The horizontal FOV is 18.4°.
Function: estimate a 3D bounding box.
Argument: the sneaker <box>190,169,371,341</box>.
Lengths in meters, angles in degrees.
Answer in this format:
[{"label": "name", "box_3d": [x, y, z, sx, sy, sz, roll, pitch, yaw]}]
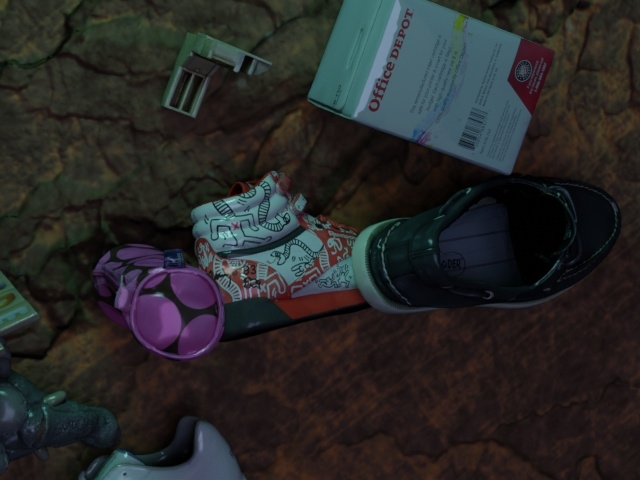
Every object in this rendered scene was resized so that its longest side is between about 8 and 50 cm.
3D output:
[{"label": "sneaker", "box_3d": [0.000, 0.000, 1.869, 0.270, 0.090, 0.145, -12, 84, -34]}]

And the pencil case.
[{"label": "pencil case", "box_3d": [-0.150, 0.049, 1.760, 0.098, 0.209, 0.095, 7, 91, -15]}]

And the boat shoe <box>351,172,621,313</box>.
[{"label": "boat shoe", "box_3d": [0.189, -0.004, 1.879, 0.340, 0.113, 0.127, -5, 81, -39]}]

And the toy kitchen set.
[{"label": "toy kitchen set", "box_3d": [-0.093, -0.143, 1.807, 0.068, 0.083, 0.075, 20, 94, -23]}]

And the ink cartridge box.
[{"label": "ink cartridge box", "box_3d": [0.101, -0.154, 1.855, 0.176, 0.127, 0.128, 19, 95, -24]}]

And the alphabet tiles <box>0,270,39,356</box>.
[{"label": "alphabet tiles", "box_3d": [-0.349, 0.081, 1.673, 0.198, 0.237, 0.009, -24, 113, -15]}]

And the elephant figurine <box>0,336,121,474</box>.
[{"label": "elephant figurine", "box_3d": [-0.312, 0.155, 1.765, 0.169, 0.239, 0.186, -35, 85, 6]}]

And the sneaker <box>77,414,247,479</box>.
[{"label": "sneaker", "box_3d": [-0.202, 0.268, 1.842, 0.297, 0.111, 0.129, -31, 114, -22]}]
